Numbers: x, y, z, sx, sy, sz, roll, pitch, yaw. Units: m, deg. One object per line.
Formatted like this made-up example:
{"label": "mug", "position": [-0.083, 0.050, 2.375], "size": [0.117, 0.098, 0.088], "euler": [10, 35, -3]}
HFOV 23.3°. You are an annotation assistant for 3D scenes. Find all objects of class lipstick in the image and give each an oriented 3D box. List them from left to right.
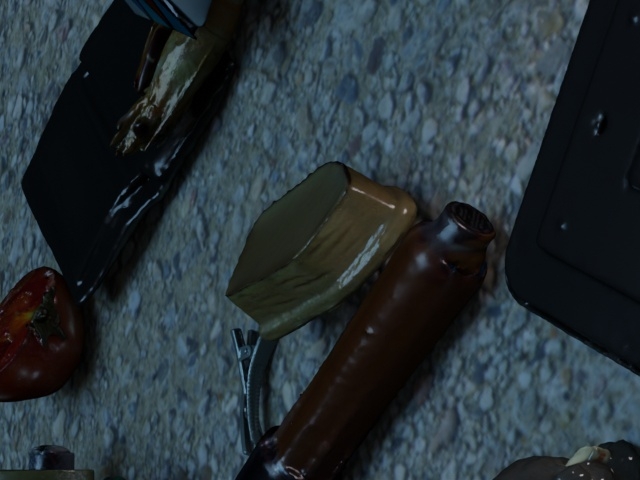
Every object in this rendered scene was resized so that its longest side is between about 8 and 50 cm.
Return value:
{"label": "lipstick", "position": [0.011, 0.139, 1.227], "size": [0.418, 0.077, 0.077], "euler": [-57, 43, 28]}

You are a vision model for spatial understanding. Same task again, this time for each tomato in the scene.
{"label": "tomato", "position": [-0.300, 0.111, 1.645], "size": [0.139, 0.091, 0.159], "euler": [-25, 39, 44]}

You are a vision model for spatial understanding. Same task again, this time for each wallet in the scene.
{"label": "wallet", "position": [-0.208, -0.114, 1.600], "size": [0.323, 0.041, 0.247], "euler": [-58, 43, 24]}

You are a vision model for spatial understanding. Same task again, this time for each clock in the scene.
{"label": "clock", "position": [0.236, -0.048, 0.979], "size": [0.273, 0.049, 0.279], "euler": [32, 109, 52]}

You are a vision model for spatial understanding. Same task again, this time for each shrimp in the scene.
{"label": "shrimp", "position": [-0.141, -0.186, 1.481], "size": [0.133, 0.053, 0.236], "euler": [27, 91, 47]}

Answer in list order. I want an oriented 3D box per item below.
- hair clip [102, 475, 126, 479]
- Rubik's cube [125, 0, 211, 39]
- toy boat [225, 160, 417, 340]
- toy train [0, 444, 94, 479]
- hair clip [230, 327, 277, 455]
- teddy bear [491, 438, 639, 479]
{"label": "hair clip", "position": [-0.142, 0.391, 1.389], "size": [0.095, 0.110, 0.359], "euler": [123, 145, -73]}
{"label": "Rubik's cube", "position": [-0.197, -0.287, 1.479], "size": [0.234, 0.250, 0.284], "euler": [117, 165, -66]}
{"label": "toy boat", "position": [0.000, 0.000, 1.238], "size": [0.188, 0.061, 0.116], "euler": [-33, 27, 49]}
{"label": "toy train", "position": [-0.263, 0.345, 1.468], "size": [0.202, 0.131, 0.300], "euler": [136, 134, -81]}
{"label": "hair clip", "position": [-0.055, 0.131, 1.356], "size": [0.039, 0.030, 0.115], "euler": [-20, 68, 49]}
{"label": "teddy bear", "position": [0.098, 0.230, 0.976], "size": [0.144, 0.251, 0.171], "euler": [7, 103, 55]}
